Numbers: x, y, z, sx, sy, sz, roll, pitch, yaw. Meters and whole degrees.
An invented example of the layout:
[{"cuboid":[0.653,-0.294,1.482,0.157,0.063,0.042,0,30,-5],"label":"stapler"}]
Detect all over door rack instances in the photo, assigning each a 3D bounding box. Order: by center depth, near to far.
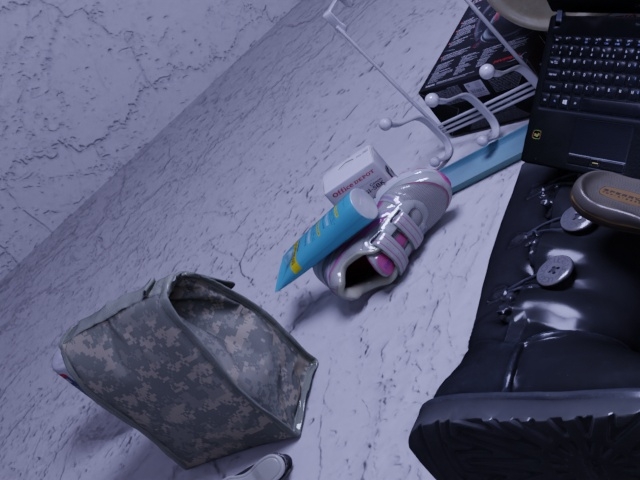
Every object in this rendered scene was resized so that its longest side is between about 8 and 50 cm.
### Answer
[{"cuboid":[0.161,-0.267,1.195,0.240,0.324,0.108,-21,23,51],"label":"over door rack"}]

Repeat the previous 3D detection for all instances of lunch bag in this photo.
[{"cuboid":[-0.189,0.167,1.121,0.235,0.287,0.168,-26,32,32],"label":"lunch bag"}]

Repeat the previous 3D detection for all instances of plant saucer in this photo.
[{"cuboid":[0.246,-0.117,1.238,0.192,0.018,0.067,-28,30,28],"label":"plant saucer"}]

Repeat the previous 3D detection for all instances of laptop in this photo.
[{"cuboid":[0.276,-0.193,0.775,0.234,0.137,0.264,22,106,50],"label":"laptop"}]

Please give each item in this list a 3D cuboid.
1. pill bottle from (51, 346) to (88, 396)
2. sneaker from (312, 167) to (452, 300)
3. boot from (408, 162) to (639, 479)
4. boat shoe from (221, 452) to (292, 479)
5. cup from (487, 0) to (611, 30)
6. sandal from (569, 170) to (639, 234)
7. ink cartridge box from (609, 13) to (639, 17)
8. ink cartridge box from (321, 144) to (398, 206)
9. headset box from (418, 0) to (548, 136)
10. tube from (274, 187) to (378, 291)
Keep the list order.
[{"cuboid":[-0.358,0.229,1.373,0.108,0.180,0.108,-32,29,20],"label":"pill bottle"},{"cuboid":[0.102,0.003,1.183,0.252,0.103,0.111,-46,27,14],"label":"sneaker"},{"cuboid":[0.324,0.050,0.788,0.367,0.146,0.445,-1,37,35],"label":"boot"},{"cuboid":[-0.090,0.316,1.046,0.125,0.038,0.046,-41,68,17],"label":"boat shoe"},{"cuboid":[0.312,-0.403,1.015,0.331,0.331,0.236,-14,38,44],"label":"cup"},{"cuboid":[0.335,-0.034,0.716,0.219,0.060,0.090,22,43,33],"label":"sandal"},{"cuboid":[0.480,-0.348,1.178,0.208,0.087,0.153,-50,27,-12],"label":"ink cartridge box"},{"cuboid":[0.080,-0.067,1.259,0.099,0.135,0.056,-34,29,19],"label":"ink cartridge box"},{"cuboid":[0.325,-0.329,1.333,0.218,0.110,0.293,-9,43,48],"label":"headset box"},{"cuboid":[0.000,0.000,1.189,0.207,0.052,0.080,-40,21,37],"label":"tube"}]
